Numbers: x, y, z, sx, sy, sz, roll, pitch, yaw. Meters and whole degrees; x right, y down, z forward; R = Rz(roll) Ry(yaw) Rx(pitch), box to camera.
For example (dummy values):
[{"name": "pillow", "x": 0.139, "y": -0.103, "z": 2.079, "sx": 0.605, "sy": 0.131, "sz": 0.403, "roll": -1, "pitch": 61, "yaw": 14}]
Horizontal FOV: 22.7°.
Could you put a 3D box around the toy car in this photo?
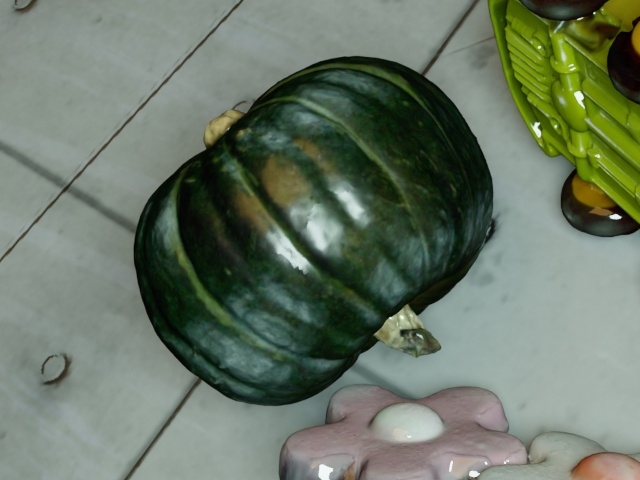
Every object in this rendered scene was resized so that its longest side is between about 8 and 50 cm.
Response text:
[{"name": "toy car", "x": 0.203, "y": -0.080, "z": 0.860, "sx": 0.142, "sy": 0.200, "sz": 0.248, "roll": -33, "pitch": 50, "yaw": -10}]

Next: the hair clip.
[{"name": "hair clip", "x": 0.099, "y": 0.129, "z": 0.838, "sx": 0.257, "sy": 0.075, "sz": 0.146, "roll": 20, "pitch": 33, "yaw": 30}]

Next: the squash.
[{"name": "squash", "x": -0.003, "y": -0.004, "z": 0.919, "sx": 0.218, "sy": 0.172, "sz": 0.218, "roll": -31, "pitch": 15, "yaw": 9}]
